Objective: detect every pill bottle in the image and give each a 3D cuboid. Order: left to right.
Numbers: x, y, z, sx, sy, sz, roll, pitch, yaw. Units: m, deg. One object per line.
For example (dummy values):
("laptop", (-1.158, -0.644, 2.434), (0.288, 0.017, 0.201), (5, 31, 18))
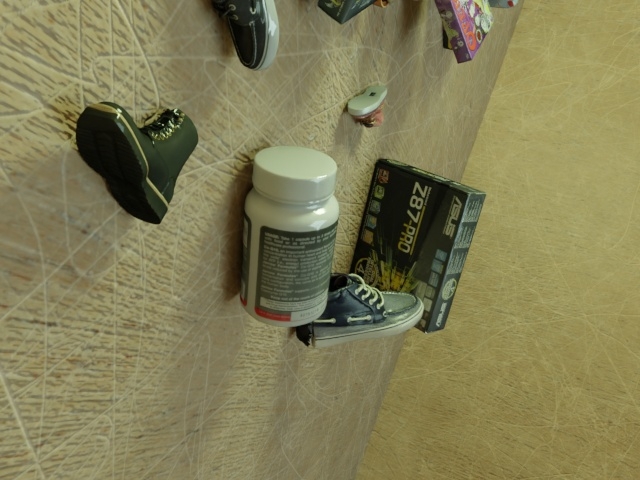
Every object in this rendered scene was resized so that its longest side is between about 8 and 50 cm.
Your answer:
("pill bottle", (-0.053, -0.007, 1.026), (0.161, 0.161, 0.283), (-44, 147, -54))

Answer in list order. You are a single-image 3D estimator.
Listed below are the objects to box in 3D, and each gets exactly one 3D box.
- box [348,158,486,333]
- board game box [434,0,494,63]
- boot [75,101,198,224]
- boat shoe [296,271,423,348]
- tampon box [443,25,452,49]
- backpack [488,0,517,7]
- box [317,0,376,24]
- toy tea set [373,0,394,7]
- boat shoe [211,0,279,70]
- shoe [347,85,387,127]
("box", (0.247, 0.007, 1.624), (0.097, 0.318, 0.394), (-4, 114, -45))
("board game box", (0.324, -0.634, 1.435), (0.208, 0.056, 0.346), (-55, 129, -32))
("boot", (-0.198, -0.124, 0.678), (0.198, 0.077, 0.137), (99, 12, -64))
("boat shoe", (0.106, 0.150, 1.452), (0.341, 0.127, 0.158), (-12, 124, -21))
("tampon box", (0.465, -0.703, 1.895), (0.161, 0.101, 0.120), (-64, 159, -17))
("backpack", (0.469, -0.775, 1.627), (0.213, 0.277, 0.263), (87, 21, -57))
("box", (0.101, -0.470, 0.917), (0.183, 0.059, 0.232), (-47, 174, -35))
("toy tea set", (0.122, -0.563, 1.048), (0.200, 0.124, 0.336), (-68, 161, -9))
("boat shoe", (-0.104, -0.316, 0.744), (0.076, 0.080, 0.228), (-34, 145, -33))
("shoe", (0.109, -0.291, 1.357), (0.178, 0.064, 0.081), (-52, 148, -53))
